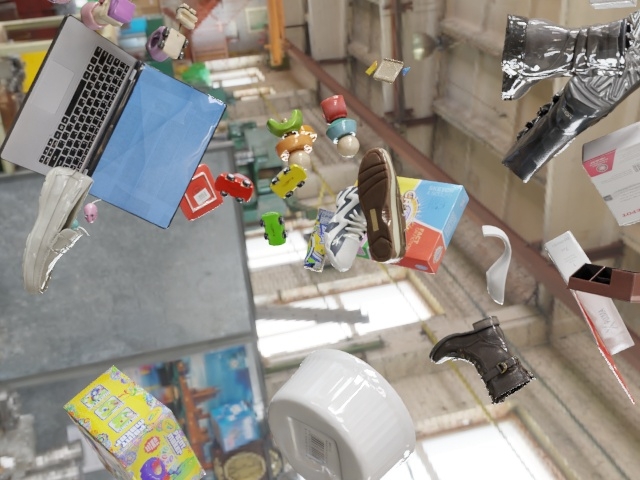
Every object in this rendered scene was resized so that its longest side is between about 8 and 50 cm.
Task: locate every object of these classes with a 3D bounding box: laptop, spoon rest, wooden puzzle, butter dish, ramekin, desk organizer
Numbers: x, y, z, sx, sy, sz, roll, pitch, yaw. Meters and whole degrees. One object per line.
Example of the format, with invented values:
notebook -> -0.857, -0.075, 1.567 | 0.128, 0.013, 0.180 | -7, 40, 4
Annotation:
laptop -> -0.510, -0.285, 1.842 | 0.382, 0.236, 0.408 | -65, 151, -1
spoon rest -> 0.574, 0.080, 2.341 | 0.137, 0.084, 0.276 | -79, 159, -58
wooden puzzle -> 0.194, -0.486, 2.084 | 0.116, 0.078, 0.014 | 28, -12, 29
butter dish -> -0.447, -0.165, 2.524 | 0.118, 0.160, 0.159 | -3, -64, 55
ramekin -> 0.029, 0.356, 1.380 | 0.277, 0.135, 0.277 | 26, -46, 31
desk organizer -> 0.503, 0.072, 1.277 | 0.130, 0.047, 0.050 | 13, -83, 54

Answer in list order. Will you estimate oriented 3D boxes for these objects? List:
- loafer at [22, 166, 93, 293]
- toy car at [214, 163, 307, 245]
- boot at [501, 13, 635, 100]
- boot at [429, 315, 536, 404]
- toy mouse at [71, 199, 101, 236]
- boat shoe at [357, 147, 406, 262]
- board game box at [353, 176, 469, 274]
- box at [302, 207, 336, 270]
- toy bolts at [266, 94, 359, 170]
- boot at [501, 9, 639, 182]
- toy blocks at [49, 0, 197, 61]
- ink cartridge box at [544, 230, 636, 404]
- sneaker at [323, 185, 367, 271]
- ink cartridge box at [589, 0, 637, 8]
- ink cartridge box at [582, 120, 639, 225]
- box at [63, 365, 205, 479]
loafer -> -0.637, -0.018, 1.760 | 0.112, 0.111, 0.319 | -125, -128, -82
toy car -> -0.134, -0.091, 1.870 | 0.053, 0.239, 0.225 | -80, 160, -59
boot -> 0.460, -0.330, 1.373 | 0.338, 0.223, 0.118 | -4, 100, -75
boot -> 0.455, 0.362, 2.078 | 0.091, 0.263, 0.229 | 18, 44, -53
toy mouse -> -0.725, -0.074, 2.180 | 0.143, 0.161, 0.031 | 60, -20, 24
boat shoe -> 0.146, -0.077, 1.628 | 0.095, 0.095, 0.257 | -6, -96, 39
board game box -> 0.202, -0.055, 1.935 | 0.242, 0.317, 0.064 | -62, 142, -22
box -> 0.000, 0.000, 2.031 | 0.059, 0.054, 0.168 | 62, 44, -82
toy bolts -> -0.005, -0.264, 1.978 | 0.218, 0.229, 0.158 | 58, 11, -74
boot -> 0.657, -0.340, 1.768 | 0.146, 0.367, 0.445 | 54, -12, 12
toy blocks -> -0.464, -0.609, 1.697 | 0.260, 0.309, 0.288 | 12, -102, 47
ink cartridge box -> 0.576, 0.160, 1.484 | 0.296, 0.066, 0.261 | 45, 21, -42
sneaker -> 0.096, -0.047, 1.762 | 0.153, 0.094, 0.235 | -29, -146, 49
ink cartridge box -> 0.700, -0.624, 1.721 | 0.099, 0.056, 0.135 | 8, -86, 35
ink cartridge box -> 0.741, -0.156, 1.721 | 0.218, 0.159, 0.092 | 49, 38, -25
box -> -0.500, 0.542, 1.969 | 0.279, 0.177, 0.290 | 22, -39, 39
